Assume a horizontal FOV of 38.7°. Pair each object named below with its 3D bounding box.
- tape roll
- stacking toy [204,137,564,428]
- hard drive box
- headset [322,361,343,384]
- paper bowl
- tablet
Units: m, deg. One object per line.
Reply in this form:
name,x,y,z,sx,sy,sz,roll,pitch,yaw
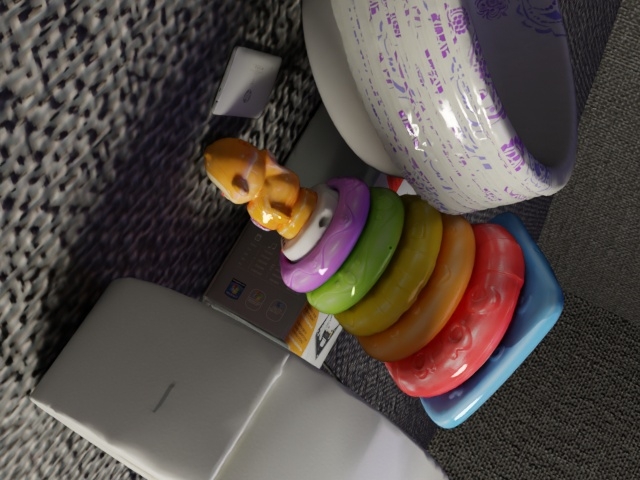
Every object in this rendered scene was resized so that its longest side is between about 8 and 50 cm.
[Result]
tape roll,-0.055,0.145,0.635,0.100,0.286,0.286,-57,161,-19
stacking toy,0.031,0.008,0.746,0.166,0.302,0.175,-51,-158,20
hard drive box,0.000,0.000,0.913,0.232,0.089,0.181,-60,163,-11
headset,0.015,0.253,1.067,0.185,0.243,0.394,7,87,-46
paper bowl,0.092,-0.160,0.725,0.284,0.148,0.284,33,50,-52
tablet,-0.056,-0.122,0.714,0.054,0.006,0.083,-67,162,13
